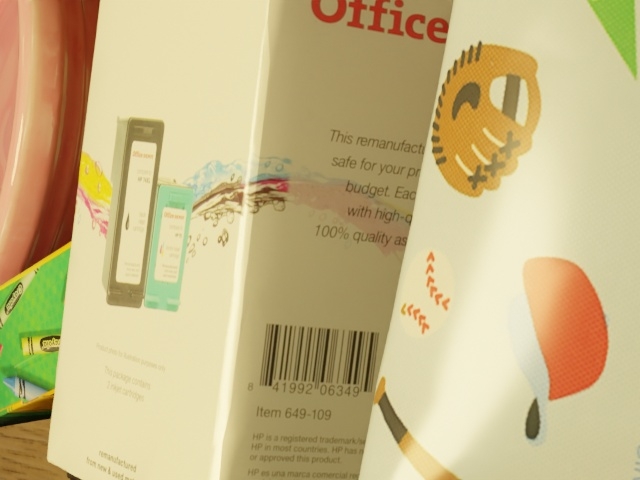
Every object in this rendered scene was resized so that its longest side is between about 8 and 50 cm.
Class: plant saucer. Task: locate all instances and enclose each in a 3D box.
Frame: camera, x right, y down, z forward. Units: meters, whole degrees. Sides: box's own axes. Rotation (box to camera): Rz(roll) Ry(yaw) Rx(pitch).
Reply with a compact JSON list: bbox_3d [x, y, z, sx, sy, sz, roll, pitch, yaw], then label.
[{"bbox_3d":[-0.238,-0.086,1.325,0.332,0.084,0.332,-18,69,59],"label":"plant saucer"}]

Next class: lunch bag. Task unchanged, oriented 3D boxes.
[{"bbox_3d":[0.231,-0.008,0.558,0.385,0.239,0.328,13,94,24],"label":"lunch bag"}]

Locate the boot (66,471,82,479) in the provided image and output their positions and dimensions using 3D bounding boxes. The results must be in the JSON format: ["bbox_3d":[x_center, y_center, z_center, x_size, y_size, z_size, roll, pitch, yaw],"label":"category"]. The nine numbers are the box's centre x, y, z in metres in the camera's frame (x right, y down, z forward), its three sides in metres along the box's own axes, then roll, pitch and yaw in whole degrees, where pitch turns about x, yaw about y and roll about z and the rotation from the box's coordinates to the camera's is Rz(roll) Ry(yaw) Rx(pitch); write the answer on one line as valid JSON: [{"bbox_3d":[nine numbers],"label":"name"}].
[{"bbox_3d":[-0.105,0.273,1.236,0.264,0.096,0.280,8,103,53],"label":"boot"}]

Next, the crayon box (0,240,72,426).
[{"bbox_3d":[-0.107,0.047,1.140,0.278,0.165,0.081,-27,74,53],"label":"crayon box"}]

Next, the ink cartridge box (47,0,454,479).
[{"bbox_3d":[0.000,0.000,0.911,0.197,0.198,0.270,9,92,59],"label":"ink cartridge box"}]
